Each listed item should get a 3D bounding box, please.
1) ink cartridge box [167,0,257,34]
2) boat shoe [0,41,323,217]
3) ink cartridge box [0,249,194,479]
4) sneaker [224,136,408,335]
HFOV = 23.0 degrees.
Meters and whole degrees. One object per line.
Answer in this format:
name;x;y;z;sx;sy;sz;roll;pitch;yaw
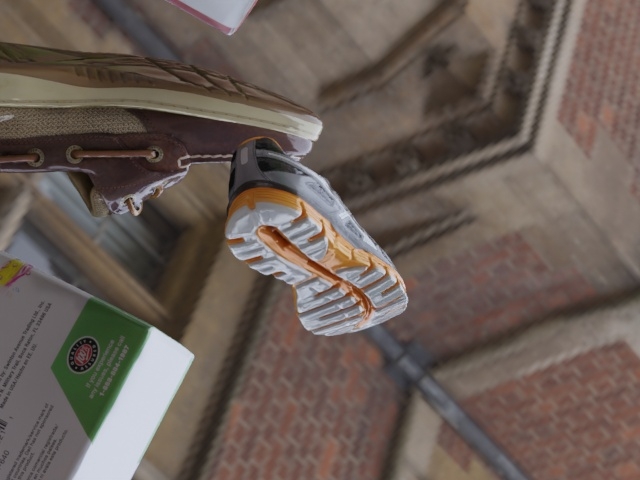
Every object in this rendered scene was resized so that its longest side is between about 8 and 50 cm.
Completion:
ink cartridge box;-0.082;-0.305;1.070;0.114;0.197;0.273;-49;-164;53
boat shoe;-0.167;-0.079;1.249;0.123;0.342;0.123;-141;-121;-60
ink cartridge box;-0.283;0.118;1.351;0.278;0.117;0.201;24;-98;21
sneaker;0.000;0.000;1.148;0.084;0.215;0.083;-22;-127;15
